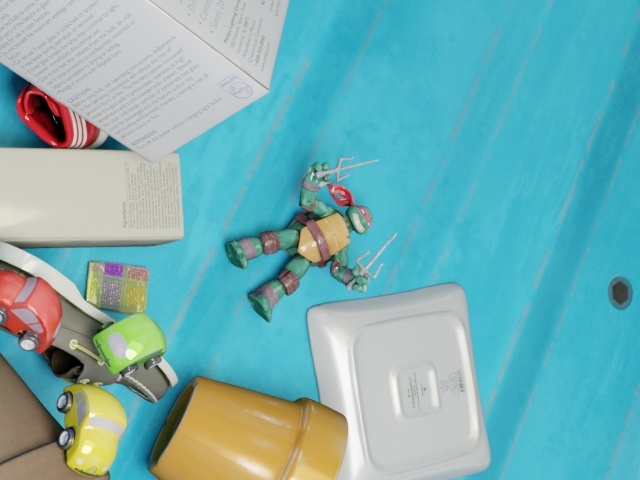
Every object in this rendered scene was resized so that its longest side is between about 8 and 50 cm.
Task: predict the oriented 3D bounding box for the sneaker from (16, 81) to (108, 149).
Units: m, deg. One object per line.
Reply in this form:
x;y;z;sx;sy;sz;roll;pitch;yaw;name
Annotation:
-0.309;-0.211;1.502;0.128;0.087;0.221;-41;112;-77;sneaker

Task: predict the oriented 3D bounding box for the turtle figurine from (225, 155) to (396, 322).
0.000;0.000;1.695;0.234;0.118;0.175;-30;86;-17;turtle figurine

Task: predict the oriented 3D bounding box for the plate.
0.123;0.209;1.792;0.278;0.045;0.277;-8;88;-34;plate

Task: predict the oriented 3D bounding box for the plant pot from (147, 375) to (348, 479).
-0.097;0.261;1.563;0.188;0.205;0.205;29;69;-11;plant pot

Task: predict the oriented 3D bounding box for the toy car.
-0.231;0.114;1.373;0.239;0.053;0.225;59;29;8;toy car

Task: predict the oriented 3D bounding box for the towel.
-0.248;0.059;1.587;0.083;0.009;0.060;10;79;-31;towel

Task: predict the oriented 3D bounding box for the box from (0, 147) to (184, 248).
-0.302;-0.047;1.515;0.275;0.094;0.113;1;84;-33;box

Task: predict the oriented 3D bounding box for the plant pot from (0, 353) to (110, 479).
-0.386;0.215;1.361;0.263;0.263;0.229;-22;77;-33;plant pot

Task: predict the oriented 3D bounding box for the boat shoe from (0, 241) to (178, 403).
-0.282;0.115;1.480;0.305;0.109;0.091;45;66;-41;boat shoe

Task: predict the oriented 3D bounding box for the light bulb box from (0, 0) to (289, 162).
-0.226;-0.348;1.452;0.361;0.225;0.358;35;47;-30;light bulb box
